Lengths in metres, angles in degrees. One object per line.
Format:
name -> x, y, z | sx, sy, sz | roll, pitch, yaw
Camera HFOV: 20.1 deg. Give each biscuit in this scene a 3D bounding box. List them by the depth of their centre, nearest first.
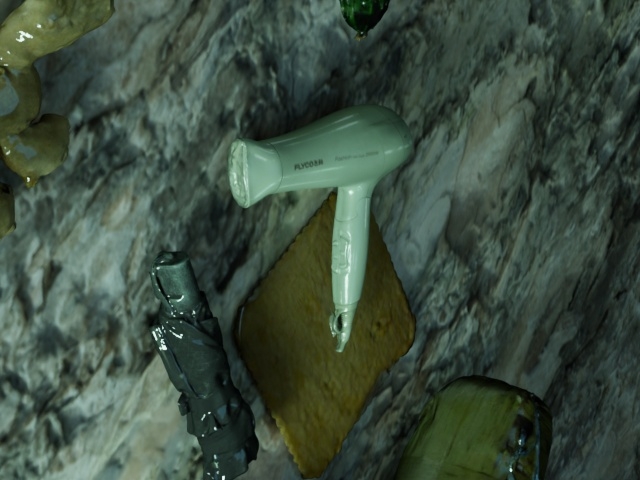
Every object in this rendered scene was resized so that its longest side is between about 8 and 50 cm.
biscuit -> 0.011, 0.086, 1.773 | 0.232, 0.013, 0.237 | -52, 136, -33

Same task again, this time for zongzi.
zongzi -> 0.193, 0.342, 1.963 | 0.360, 0.160, 0.323 | 45, 64, -49

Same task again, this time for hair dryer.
hair dryer -> 0.000, 0.000, 1.690 | 0.206, 0.075, 0.237 | -19, 113, -43

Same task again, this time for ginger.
ginger -> -0.232, -0.096, 1.349 | 0.258, 0.065, 0.149 | -53, 143, -24

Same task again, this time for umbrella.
umbrella -> -0.106, 0.109, 1.586 | 0.066, 0.059, 0.235 | -68, 148, -56

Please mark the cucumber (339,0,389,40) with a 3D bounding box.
cucumber -> 0.035, -0.323, 1.658 | 0.067, 0.068, 0.293 | -33, 124, -45
